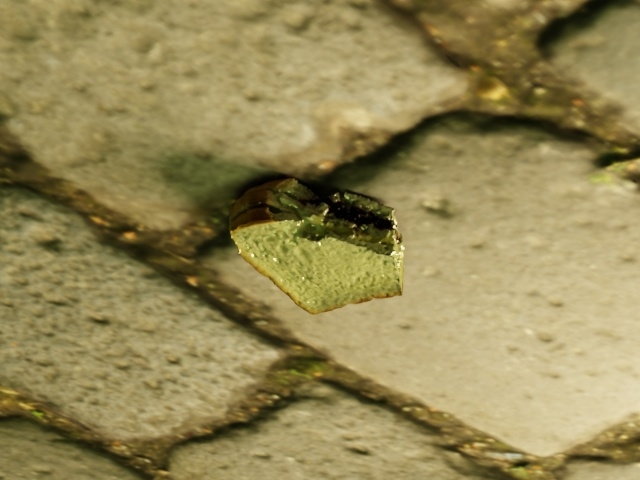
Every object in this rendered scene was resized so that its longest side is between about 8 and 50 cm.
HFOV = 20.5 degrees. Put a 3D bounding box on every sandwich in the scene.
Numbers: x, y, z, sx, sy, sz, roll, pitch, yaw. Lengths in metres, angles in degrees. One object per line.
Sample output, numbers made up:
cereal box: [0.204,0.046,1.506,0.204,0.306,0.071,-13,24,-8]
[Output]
sandwich: [0.000,0.000,1.048,0.093,0.036,0.105,-20,135,38]
